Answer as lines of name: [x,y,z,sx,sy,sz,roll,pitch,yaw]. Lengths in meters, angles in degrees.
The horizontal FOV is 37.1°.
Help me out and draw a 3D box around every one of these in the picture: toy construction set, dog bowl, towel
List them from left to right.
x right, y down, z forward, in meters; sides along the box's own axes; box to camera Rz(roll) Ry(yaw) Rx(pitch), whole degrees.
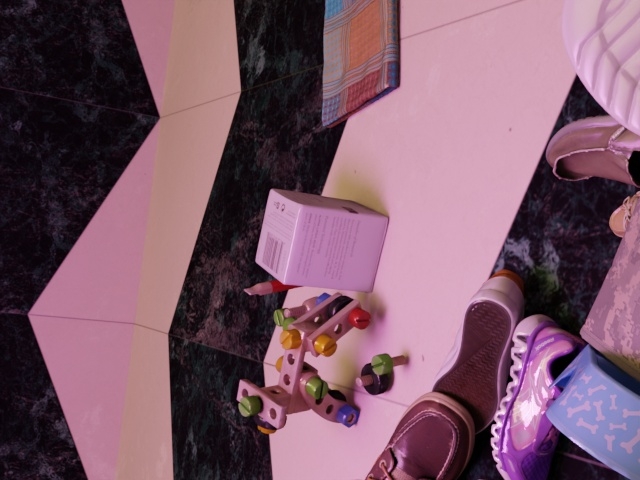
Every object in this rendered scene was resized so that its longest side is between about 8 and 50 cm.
toy construction set: [-0.056,0.202,1.717,0.308,0.237,0.257,55,137,32]
towel: [0.074,-0.439,1.922,0.271,0.040,0.370,-23,63,59]
dog bowl: [0.338,0.186,1.037,0.074,0.166,0.297,-62,-12,9]

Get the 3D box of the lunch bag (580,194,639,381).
lunch bag: [0.435,0.066,0.960,0.287,0.169,0.235,-130,53,-60]

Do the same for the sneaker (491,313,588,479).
sneaker: [0.300,0.221,1.264,0.105,0.095,0.236,11,91,55]

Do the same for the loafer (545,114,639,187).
loafer: [0.379,-0.110,1.192,0.251,0.094,0.087,-20,61,59]

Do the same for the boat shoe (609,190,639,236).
boat shoe: [0.407,-0.041,1.169,0.153,0.048,0.056,-22,63,59]

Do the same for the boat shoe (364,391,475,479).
boat shoe: [0.128,0.374,1.458,0.123,0.123,0.342,-44,-15,-50]

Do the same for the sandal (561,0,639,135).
sandal: [0.432,-0.154,0.983,0.416,0.102,0.169,38,118,24]

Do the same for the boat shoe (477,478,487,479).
boat shoe: [0.205,0.400,1.429,0.184,0.066,0.063,111,150,-43]

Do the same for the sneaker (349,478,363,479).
sneaker: [0.042,0.565,1.628,0.152,0.114,0.305,96,-178,-62]

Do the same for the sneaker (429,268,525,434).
sneaker: [0.244,0.169,1.406,0.123,0.106,0.290,-48,-21,-49]

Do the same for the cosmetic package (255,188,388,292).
cosmetic package: [0.000,0.000,1.785,0.151,0.184,0.151,31,112,60]
